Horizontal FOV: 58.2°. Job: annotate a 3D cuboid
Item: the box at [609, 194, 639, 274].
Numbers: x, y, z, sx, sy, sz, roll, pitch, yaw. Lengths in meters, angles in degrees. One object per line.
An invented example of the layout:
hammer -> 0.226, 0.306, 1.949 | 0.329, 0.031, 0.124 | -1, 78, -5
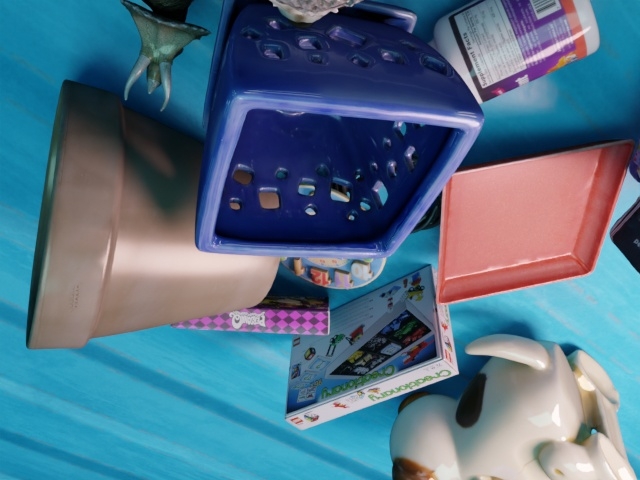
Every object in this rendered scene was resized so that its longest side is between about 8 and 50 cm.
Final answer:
box -> 0.668, -0.060, 0.556 | 0.480, 0.297, 0.472 | 4, 132, -22

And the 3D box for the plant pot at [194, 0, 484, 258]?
plant pot -> -0.007, -0.128, 0.607 | 0.236, 0.212, 0.236 | 2, 144, -18

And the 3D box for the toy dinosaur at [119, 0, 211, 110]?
toy dinosaur -> -0.174, -0.302, 0.543 | 0.121, 0.160, 0.313 | -10, 133, 12

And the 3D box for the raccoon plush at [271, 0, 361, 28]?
raccoon plush -> -0.012, -0.373, 0.370 | 0.216, 0.299, 0.446 | -5, 133, 9

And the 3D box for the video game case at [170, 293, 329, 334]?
video game case -> -0.100, 0.114, 0.927 | 0.232, 0.210, 0.042 | 3, 90, 1

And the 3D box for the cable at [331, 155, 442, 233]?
cable -> 0.107, -0.066, 0.840 | 0.184, 0.047, 0.150 | -3, 129, 10

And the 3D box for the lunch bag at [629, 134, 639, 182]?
lunch bag -> 0.486, -0.149, 0.687 | 0.176, 0.090, 0.219 | -15, 133, -3

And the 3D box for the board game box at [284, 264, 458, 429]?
board game box -> 0.075, 0.182, 0.970 | 0.305, 0.193, 0.053 | -28, 126, 27

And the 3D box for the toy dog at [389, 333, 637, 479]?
toy dog -> 0.319, 0.374, 1.087 | 0.408, 0.284, 0.395 | -33, 124, 32

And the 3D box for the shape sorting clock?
shape sorting clock -> 0.000, 0.000, 0.869 | 0.206, 0.040, 0.206 | 17, 141, 14

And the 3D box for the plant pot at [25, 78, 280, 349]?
plant pot -> -0.210, -0.016, 0.747 | 0.280, 0.323, 0.323 | 8, 136, -26

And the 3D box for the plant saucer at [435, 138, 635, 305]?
plant saucer -> 0.289, -0.028, 0.831 | 0.259, 0.048, 0.258 | -12, 133, -4

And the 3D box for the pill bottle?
pill bottle -> 0.193, -0.217, 0.640 | 0.193, 0.108, 0.108 | -21, 129, 22
